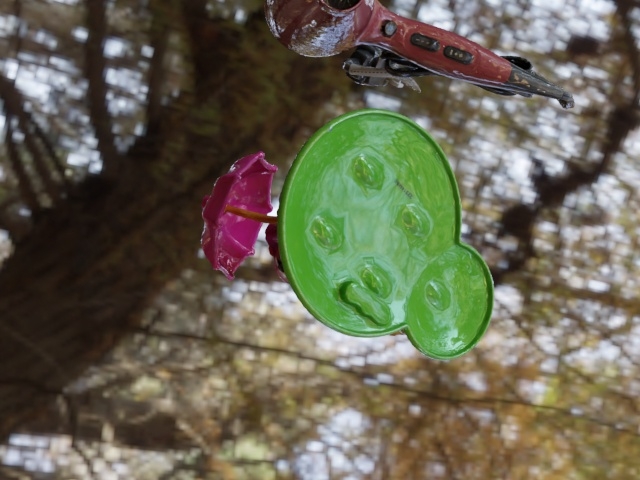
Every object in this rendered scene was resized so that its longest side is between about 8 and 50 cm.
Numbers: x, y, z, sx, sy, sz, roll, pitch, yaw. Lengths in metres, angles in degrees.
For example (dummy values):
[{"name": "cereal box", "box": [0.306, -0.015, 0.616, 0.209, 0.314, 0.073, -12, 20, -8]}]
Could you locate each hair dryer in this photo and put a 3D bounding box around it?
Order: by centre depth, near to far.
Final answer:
[{"name": "hair dryer", "box": [0.065, -0.172, 1.119, 0.224, 0.293, 0.080, 10, -90, 32]}]

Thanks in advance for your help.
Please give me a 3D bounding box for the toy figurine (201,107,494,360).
[{"name": "toy figurine", "box": [0.000, 0.000, 0.875, 0.159, 0.173, 0.130, 5, -123, 55]}]
